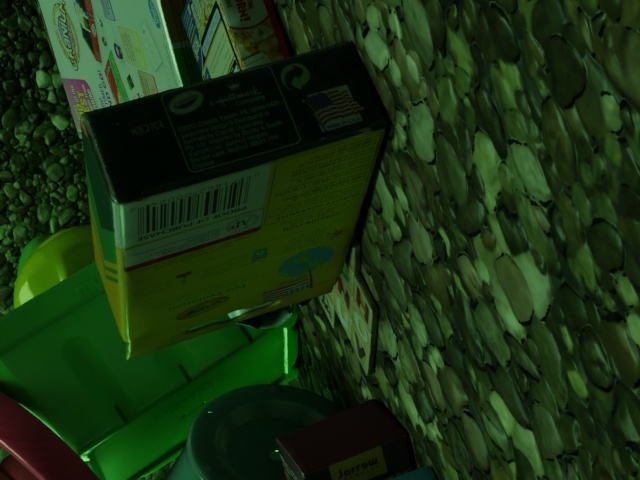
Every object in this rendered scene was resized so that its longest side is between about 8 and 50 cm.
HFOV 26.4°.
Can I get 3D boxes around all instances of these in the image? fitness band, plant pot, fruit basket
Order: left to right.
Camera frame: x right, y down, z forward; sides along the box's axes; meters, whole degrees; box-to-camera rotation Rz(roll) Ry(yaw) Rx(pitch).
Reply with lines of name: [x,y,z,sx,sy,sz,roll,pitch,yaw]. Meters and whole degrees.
fitness band: [-0.332,0.231,1.456,0.291,0.054,0.209,23,148,34]
fruit basket: [-0.244,0.077,1.583,0.283,0.392,0.392,91,156,-58]
plant pot: [-0.057,0.298,1.414,0.271,0.272,0.255,-123,34,-46]

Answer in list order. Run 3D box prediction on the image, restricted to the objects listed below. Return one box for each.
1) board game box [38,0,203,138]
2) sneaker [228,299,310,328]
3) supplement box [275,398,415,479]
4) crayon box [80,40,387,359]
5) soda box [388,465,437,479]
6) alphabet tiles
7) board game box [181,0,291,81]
board game box: [-0.201,-0.195,1.494,0.316,0.064,0.242,27,136,49]
sneaker: [-0.086,-0.010,1.296,0.256,0.094,0.151,52,-165,-55]
supplement box: [0.038,0.256,1.247,0.081,0.104,0.188,-138,31,-64]
crayon box: [-0.075,-0.018,1.069,0.318,0.202,0.081,106,144,-64]
soda box: [0.009,0.265,1.138,0.067,0.210,0.071,91,157,-57]
alphabet tiles: [0.000,0.000,1.250,0.198,0.009,0.237,91,157,-57]
board game box: [-0.065,-0.144,1.195,0.147,0.045,0.193,131,121,-71]
